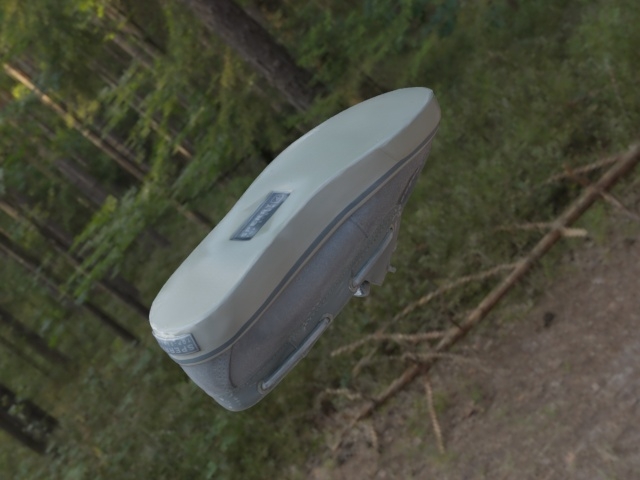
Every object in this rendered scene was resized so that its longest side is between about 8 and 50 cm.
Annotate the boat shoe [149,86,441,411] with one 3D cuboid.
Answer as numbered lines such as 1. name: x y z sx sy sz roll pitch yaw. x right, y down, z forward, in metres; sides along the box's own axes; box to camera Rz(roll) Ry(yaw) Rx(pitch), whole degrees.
1. boat shoe: 0.000 0.000 0.544 0.079 0.081 0.227 6 44 46
